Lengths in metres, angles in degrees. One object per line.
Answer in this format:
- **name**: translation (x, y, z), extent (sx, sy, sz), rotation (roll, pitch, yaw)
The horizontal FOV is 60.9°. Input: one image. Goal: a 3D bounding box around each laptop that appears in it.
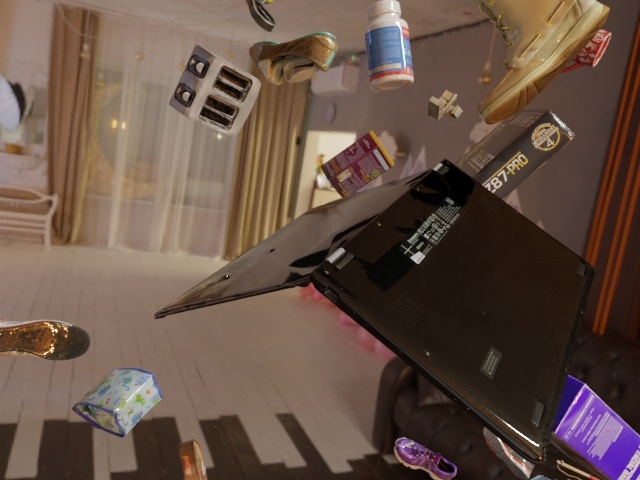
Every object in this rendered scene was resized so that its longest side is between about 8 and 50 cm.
- **laptop**: translation (0.086, 0.065, 0.710), extent (0.408, 0.236, 0.382), rotation (38, 39, 11)

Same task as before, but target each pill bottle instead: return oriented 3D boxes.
- **pill bottle**: translation (0.186, -0.536, 1.504), extent (0.124, 0.221, 0.124), rotation (-7, 2, 0)

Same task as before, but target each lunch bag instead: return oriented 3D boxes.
- **lunch bag**: translation (-0.452, 0.349, 1.205), extent (0.151, 0.096, 0.129), rotation (8, 32, 27)

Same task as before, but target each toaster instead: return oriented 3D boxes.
- **toaster**: translation (-0.256, -0.364, 1.357), extent (0.186, 0.168, 0.110), rotation (19, 17, -42)

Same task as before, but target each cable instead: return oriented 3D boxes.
- **cable**: translation (-0.174, -0.663, 1.469), extent (0.139, 0.072, 0.287), rotation (35, 23, -32)

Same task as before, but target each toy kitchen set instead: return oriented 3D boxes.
- **toy kitchen set**: translation (0.327, -0.351, 1.393), extent (0.068, 0.083, 0.075), rotation (35, -10, 19)

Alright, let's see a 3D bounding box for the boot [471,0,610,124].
- **boot**: translation (0.325, -0.351, 0.943), extent (0.203, 0.262, 0.095), rotation (47, 11, 16)

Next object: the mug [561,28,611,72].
- **mug**: translation (0.677, -0.530, 1.483), extent (0.169, 0.150, 0.113), rotation (31, 53, 24)

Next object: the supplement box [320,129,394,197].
- **supplement box**: translation (0.111, -0.224, 1.629), extent (0.104, 0.188, 0.080), rotation (46, 14, -45)

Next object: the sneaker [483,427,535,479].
- **sneaker**: translation (0.484, 0.530, 1.396), extent (0.065, 0.158, 0.061), rotation (-34, -10, -28)

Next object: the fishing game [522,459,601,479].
- **fishing game**: translation (0.536, 0.632, 1.297), extent (0.189, 0.264, 0.041), rotation (28, 25, -10)

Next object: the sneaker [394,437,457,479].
- **sneaker**: translation (0.268, 0.545, 1.375), extent (0.170, 0.071, 0.068), rotation (26, 51, -2)

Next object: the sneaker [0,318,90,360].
- **sneaker**: translation (-0.674, 0.214, 1.231), extent (0.270, 0.090, 0.145), rotation (6, 1, -34)

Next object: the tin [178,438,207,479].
- **tin**: translation (-0.258, 0.466, 1.113), extent (0.040, 0.106, 0.189), rotation (-10, -25, -11)

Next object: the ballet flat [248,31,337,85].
- **ballet flat**: translation (-0.095, -0.516, 1.578), extent (0.342, 0.124, 0.116), rotation (9, -2, 39)

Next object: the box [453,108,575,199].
- **box**: translation (0.449, -0.199, 1.414), extent (0.097, 0.318, 0.395), rotation (44, 17, -4)

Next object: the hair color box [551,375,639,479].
- **hair color box**: translation (0.485, 0.352, 1.049), extent (0.339, 0.110, 0.185), rotation (37, -6, -28)
